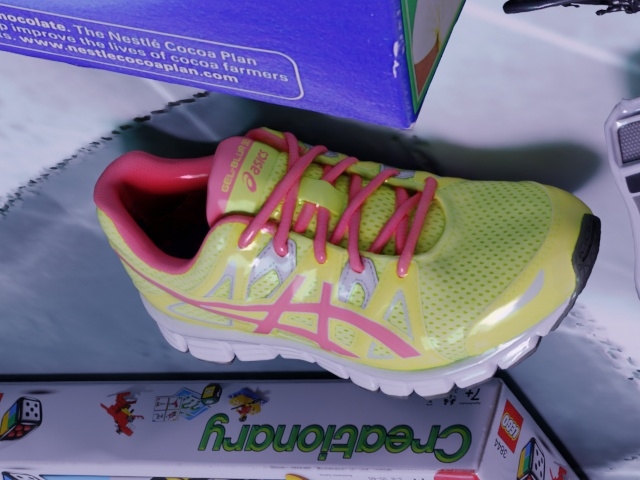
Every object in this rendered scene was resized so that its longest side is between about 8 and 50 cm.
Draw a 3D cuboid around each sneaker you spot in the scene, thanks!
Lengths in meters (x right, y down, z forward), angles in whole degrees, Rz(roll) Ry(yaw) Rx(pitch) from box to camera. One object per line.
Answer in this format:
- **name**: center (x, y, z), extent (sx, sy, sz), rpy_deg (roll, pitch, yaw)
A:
- **sneaker**: center (0.000, 0.000, 0.720), extent (0.209, 0.081, 0.094), rpy_deg (-4, 140, 34)

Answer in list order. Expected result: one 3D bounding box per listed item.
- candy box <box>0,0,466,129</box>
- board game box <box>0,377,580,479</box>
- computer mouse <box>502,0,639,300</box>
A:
- **candy box**: center (-0.098, -0.183, 0.440), extent (0.268, 0.122, 0.317), rpy_deg (12, 150, 15)
- **board game box**: center (-0.011, 0.138, 0.975), extent (0.305, 0.053, 0.193), rpy_deg (-3, 143, 33)
- **computer mouse**: center (0.126, -0.028, 0.645), extent (0.106, 0.042, 0.193), rpy_deg (0, 139, 21)
